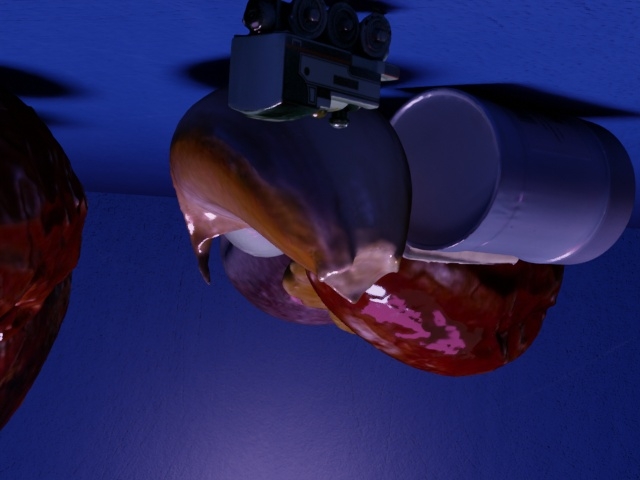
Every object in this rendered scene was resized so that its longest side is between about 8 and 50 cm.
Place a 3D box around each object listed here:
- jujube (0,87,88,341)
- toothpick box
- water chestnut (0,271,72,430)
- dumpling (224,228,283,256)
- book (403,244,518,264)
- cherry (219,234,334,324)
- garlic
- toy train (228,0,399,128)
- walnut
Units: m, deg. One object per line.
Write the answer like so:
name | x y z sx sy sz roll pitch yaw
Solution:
jujube | -0.271 -0.020 0.866 0.213 0.213 0.232 4 -176 9
toothpick box | 0.119 -0.038 0.818 0.101 0.101 0.153 3 177 43
water chestnut | -0.389 0.038 1.102 0.350 0.350 0.302 3 167 41
dumpling | -0.027 -0.057 1.039 0.105 0.149 0.216 43 -179 13
book | 0.044 -0.040 0.891 0.127 0.014 0.181 5 -149 -48
cherry | 0.000 0.000 1.415 0.213 0.184 0.266 -8 165 -30
garlic | -0.022 -0.047 0.775 0.115 0.128 0.206 -43 -157 -20
toy train | -0.001 -0.073 0.522 0.033 0.053 0.083 3 177 39
walnut | 0.089 0.018 1.219 0.269 0.222 0.244 22 150 -34
